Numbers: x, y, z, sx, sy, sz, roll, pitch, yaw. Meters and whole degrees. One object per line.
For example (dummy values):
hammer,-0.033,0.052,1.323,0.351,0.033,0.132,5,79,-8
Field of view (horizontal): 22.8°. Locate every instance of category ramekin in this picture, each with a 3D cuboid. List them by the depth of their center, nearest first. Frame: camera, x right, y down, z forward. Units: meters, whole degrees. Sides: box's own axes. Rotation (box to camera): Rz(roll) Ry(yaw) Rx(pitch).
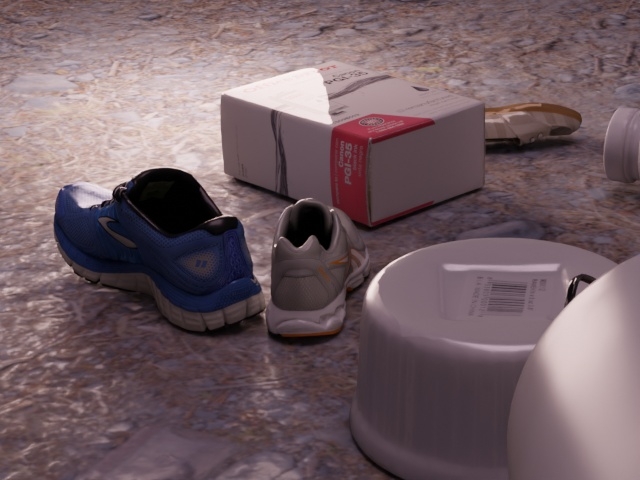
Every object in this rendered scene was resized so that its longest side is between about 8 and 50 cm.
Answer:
ramekin,0.162,0.101,1.404,0.277,0.135,0.277,-2,22,1

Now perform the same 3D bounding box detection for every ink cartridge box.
ink cartridge box,0.036,-0.128,1.992,0.207,0.117,0.283,-21,29,-38

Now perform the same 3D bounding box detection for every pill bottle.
pill bottle,0.454,-0.102,1.889,0.216,0.121,0.121,10,25,27

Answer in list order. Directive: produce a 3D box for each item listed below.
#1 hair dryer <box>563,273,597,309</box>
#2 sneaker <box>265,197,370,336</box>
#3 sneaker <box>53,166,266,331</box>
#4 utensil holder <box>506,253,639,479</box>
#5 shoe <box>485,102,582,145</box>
hair dryer,0.316,0.151,1.247,0.223,0.080,0.294,-4,50,-11
sneaker,0.000,0.000,1.681,0.099,0.121,0.262,1,22,5
sneaker,-0.178,-0.021,1.714,0.129,0.147,0.330,-20,28,-38
utensil holder,0.270,0.201,0.919,0.327,0.328,0.385,-1,20,1
shoe,0.240,-0.149,2.123,0.219,0.058,0.076,1,-9,-3
